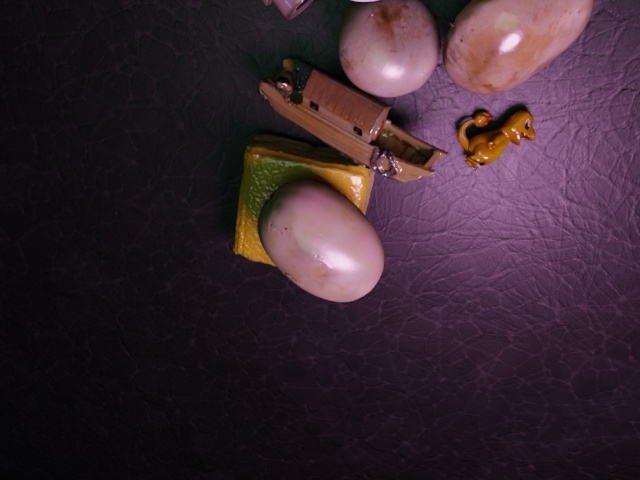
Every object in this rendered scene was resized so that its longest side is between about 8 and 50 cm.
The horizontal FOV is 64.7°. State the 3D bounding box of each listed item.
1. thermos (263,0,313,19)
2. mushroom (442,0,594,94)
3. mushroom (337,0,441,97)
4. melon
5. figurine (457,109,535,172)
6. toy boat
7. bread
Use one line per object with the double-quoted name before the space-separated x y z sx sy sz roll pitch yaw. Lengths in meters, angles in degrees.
"thermos" -0.104 -0.578 1.088 0.193 0.105 0.137 48 147 -10
"mushroom" 0.344 -0.450 0.978 0.292 0.292 0.290 -33 82 24
"mushroom" 0.143 -0.419 1.084 0.226 0.178 0.227 -1 96 -15
"melon" 0.000 0.000 1.133 0.316 0.223 0.223 39 117 -13
"figurine" 0.401 -0.249 1.167 0.176 0.121 0.123 -30 81 9
"toy boat" 0.074 -0.276 1.131 0.445 0.136 0.162 34 152 9
"bread" -0.045 -0.086 1.298 0.323 0.143 0.334 14 118 2
